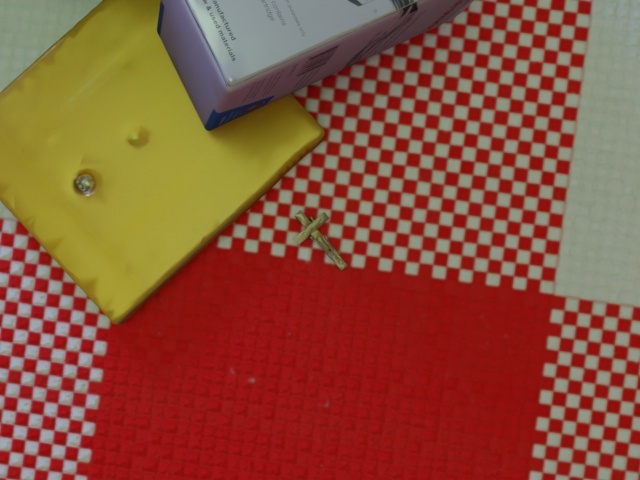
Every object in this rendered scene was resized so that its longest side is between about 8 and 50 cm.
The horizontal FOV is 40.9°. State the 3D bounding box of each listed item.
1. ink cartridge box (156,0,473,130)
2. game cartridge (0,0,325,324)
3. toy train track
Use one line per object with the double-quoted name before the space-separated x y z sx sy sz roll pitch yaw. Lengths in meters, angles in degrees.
"ink cartridge box" 0.006 -0.243 0.855 0.308 0.223 0.129 -27 93 -12
"game cartridge" -0.205 -0.115 0.976 0.324 0.052 0.285 -42 89 -3
"toy train track" 0.000 0.000 0.987 0.048 0.014 0.083 -41 94 -7
